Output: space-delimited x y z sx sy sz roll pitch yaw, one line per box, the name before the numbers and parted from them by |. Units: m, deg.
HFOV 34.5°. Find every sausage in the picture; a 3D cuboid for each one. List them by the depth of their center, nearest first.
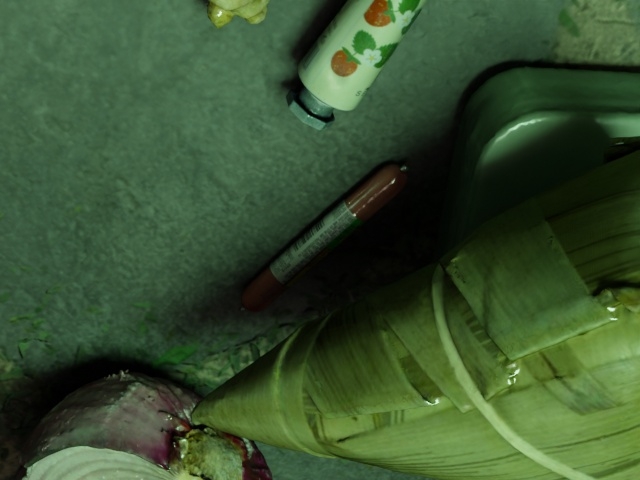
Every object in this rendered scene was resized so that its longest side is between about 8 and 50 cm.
sausage | 0.000 0.000 0.958 0.223 0.029 0.029 -41 120 21

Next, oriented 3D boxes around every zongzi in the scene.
zongzi | 0.213 0.163 0.910 0.467 0.218 0.500 -23 135 37

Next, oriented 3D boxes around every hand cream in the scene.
hand cream | 0.065 -0.199 0.797 0.059 0.095 0.276 39 120 0

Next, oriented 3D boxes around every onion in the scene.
onion | -0.199 0.271 1.056 0.267 0.159 0.349 38 121 -16

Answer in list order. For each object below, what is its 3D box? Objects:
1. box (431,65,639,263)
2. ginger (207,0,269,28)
box | 0.302 0.036 0.973 0.396 0.111 0.396 2 126 -9
ginger | -0.084 -0.254 0.740 0.137 0.074 0.213 -30 120 26
